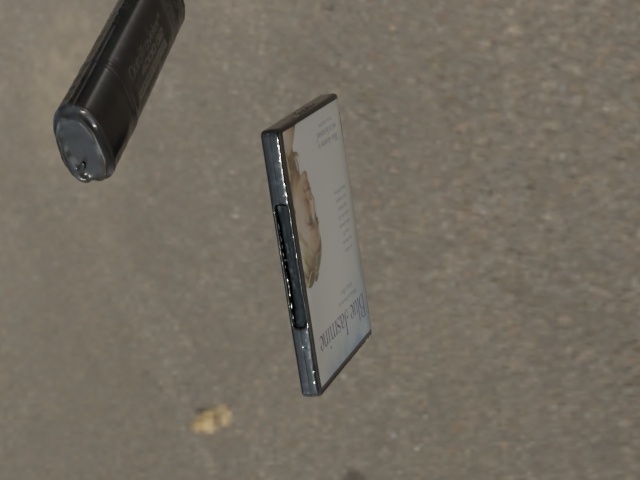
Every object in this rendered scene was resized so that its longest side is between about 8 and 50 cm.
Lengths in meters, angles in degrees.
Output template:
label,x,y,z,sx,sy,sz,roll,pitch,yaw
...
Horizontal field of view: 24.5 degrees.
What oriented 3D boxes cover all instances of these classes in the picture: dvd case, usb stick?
label,x,y,z,sx,sy,sz,roll,pitch,yaw
dvd case,0.000,0.000,1.400,0.022,0.180,0.253,-4,105,19
usb stick,-0.169,-0.151,1.267,0.045,0.077,0.278,-8,35,17
